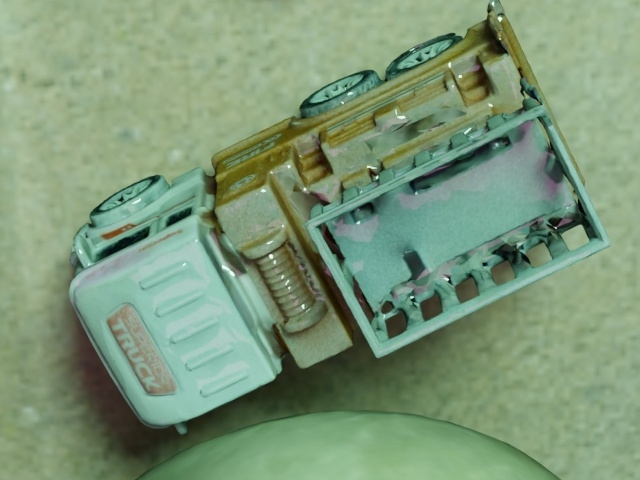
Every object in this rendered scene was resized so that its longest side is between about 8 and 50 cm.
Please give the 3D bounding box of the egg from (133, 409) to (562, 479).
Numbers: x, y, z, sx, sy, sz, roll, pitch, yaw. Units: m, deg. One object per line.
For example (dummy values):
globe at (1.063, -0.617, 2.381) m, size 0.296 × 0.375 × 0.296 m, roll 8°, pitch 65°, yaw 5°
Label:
egg at (-0.018, 0.220, 0.540) m, size 0.258 × 0.258 × 0.352 m, roll 31°, pitch 103°, yaw -10°

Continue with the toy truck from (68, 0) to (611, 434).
toy truck at (0.000, 0.001, 0.547) m, size 0.177 × 0.115 × 0.080 m, roll -26°, pitch 106°, yaw 8°
